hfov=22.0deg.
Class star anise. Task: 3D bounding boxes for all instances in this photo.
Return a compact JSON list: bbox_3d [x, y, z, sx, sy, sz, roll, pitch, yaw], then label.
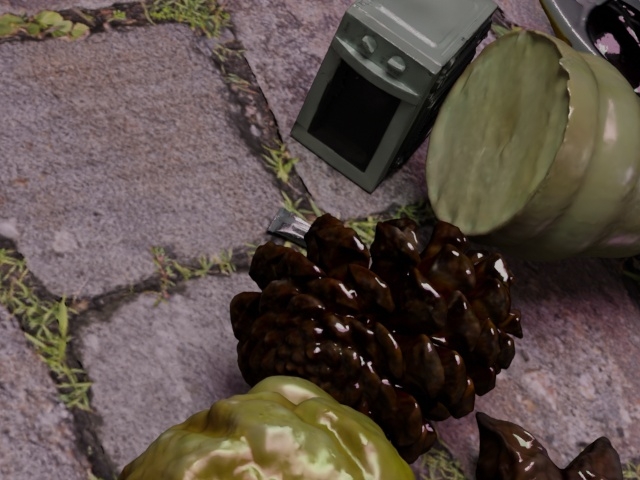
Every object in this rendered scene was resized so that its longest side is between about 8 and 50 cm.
[{"bbox_3d":[0.222,0.303,1.517,0.315,0.108,0.315,13,45,-14],"label":"star anise"}]

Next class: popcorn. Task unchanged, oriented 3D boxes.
[{"bbox_3d":[-0.017,0.283,1.318,0.334,0.292,0.293,54,14,-17],"label":"popcorn"}]

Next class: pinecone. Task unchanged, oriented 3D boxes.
[{"bbox_3d":[0.054,0.084,1.534,0.309,0.244,0.244,-17,63,-42],"label":"pinecone"}]

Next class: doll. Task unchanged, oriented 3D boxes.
[{"bbox_3d":[0.369,-0.200,1.943,0.145,0.103,0.316,-27,76,-17],"label":"doll"}]

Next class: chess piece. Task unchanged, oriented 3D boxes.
[{"bbox_3d":[0.349,-0.043,1.709,0.442,0.234,0.234,19,49,-27],"label":"chess piece"}]

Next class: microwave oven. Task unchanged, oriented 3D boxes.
[{"bbox_3d":[0.079,-0.178,1.746,0.122,0.208,0.162,37,51,7],"label":"microwave oven"}]

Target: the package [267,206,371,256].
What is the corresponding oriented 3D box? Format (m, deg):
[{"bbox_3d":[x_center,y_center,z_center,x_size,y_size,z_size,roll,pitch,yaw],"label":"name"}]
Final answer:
[{"bbox_3d":[0.000,0.000,1.711,0.110,0.015,0.037,27,50,-3],"label":"package"}]
